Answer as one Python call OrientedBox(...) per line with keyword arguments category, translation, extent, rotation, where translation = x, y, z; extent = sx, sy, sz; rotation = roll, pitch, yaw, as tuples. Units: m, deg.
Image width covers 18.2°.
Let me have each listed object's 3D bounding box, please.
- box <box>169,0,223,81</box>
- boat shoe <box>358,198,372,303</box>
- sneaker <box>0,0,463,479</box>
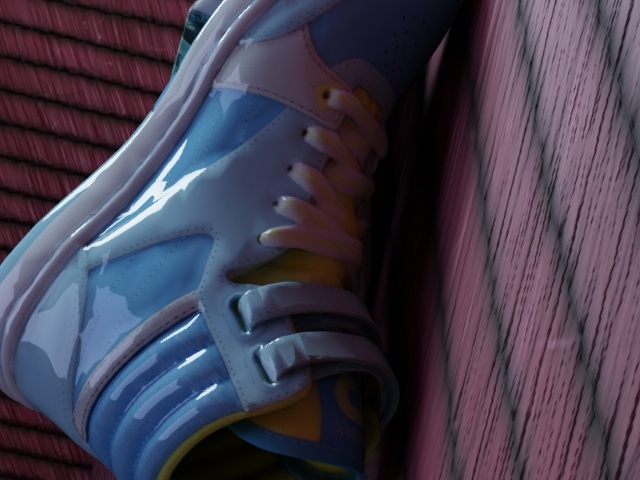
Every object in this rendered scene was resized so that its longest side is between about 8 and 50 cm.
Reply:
OrientedBox(category="box", translation=(-0.039, -0.061, 1.195), extent=(0.232, 0.058, 0.322), rotation=(-53, -13, -46))
OrientedBox(category="boat shoe", translation=(-0.025, 0.070, 1.048), extent=(0.088, 0.096, 0.268), rotation=(112, 177, -73))
OrientedBox(category="sneaker", translation=(0.000, 0.000, 0.939), extent=(0.319, 0.127, 0.208), rotation=(-50, 50, 3))
